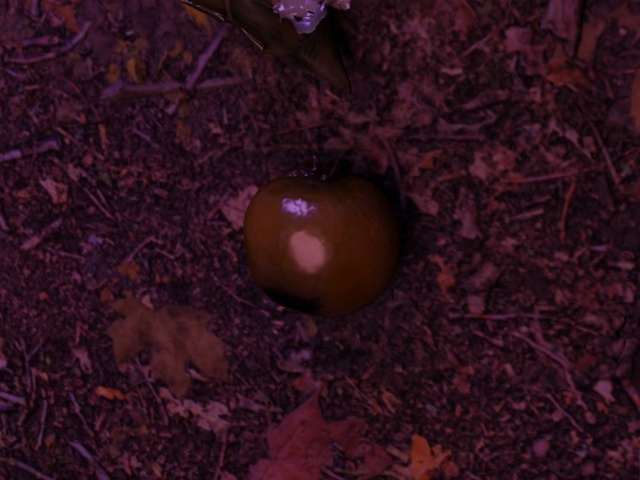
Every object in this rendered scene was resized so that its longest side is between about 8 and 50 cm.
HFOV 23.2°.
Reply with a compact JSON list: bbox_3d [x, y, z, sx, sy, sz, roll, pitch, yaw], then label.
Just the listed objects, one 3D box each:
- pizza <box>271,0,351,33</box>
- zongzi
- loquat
[{"bbox_3d":[-0.012,-0.438,1.256,0.392,0.080,0.435,-48,70,18],"label":"pizza"},{"bbox_3d":[-0.019,-0.258,1.374,0.204,0.094,0.205,36,122,12],"label":"zongzi"},{"bbox_3d":[0.000,0.000,1.459,0.163,0.137,0.163,22,122,40],"label":"loquat"}]
